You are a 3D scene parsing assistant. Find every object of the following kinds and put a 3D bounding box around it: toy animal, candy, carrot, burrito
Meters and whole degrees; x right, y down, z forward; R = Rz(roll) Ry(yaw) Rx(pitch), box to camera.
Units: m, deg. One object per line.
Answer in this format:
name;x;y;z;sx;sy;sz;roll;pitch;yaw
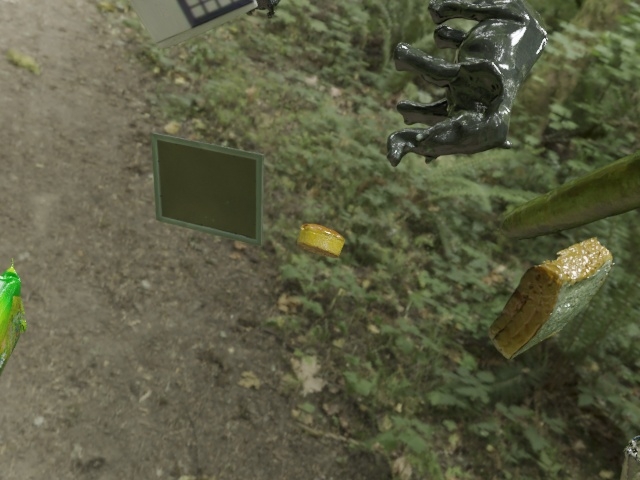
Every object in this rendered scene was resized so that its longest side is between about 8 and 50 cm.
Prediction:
toy animal;0.152;-0.176;0.776;0.146;0.245;0.114;18;-13;30
candy;-0.340;0.109;0.747;0.032;0.102;0.178;11;32;-8
carrot;0.358;-0.062;0.914;0.074;0.359;0.074;12;68;-33
burrito;0.540;0.388;1.242;0.051;0.171;0.042;-20;46;-1

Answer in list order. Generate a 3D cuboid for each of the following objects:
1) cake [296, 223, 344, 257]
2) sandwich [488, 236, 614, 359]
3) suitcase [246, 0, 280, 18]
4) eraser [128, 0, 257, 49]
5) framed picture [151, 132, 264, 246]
cake;0.000;0.000;1.278;0.084;0.044;0.084;20;-8;3
sandwich;0.443;0.115;1.400;0.251;0.226;0.087;-14;52;-45
suitcase;-0.090;-0.401;1.070;0.059;0.126;0.086;17;63;28
eraser;-0.172;-0.332;0.704;0.124;0.279;0.081;-21;48;7
framed picture;-0.161;-0.074;1.045;0.183;0.141;0.011;13;28;20
